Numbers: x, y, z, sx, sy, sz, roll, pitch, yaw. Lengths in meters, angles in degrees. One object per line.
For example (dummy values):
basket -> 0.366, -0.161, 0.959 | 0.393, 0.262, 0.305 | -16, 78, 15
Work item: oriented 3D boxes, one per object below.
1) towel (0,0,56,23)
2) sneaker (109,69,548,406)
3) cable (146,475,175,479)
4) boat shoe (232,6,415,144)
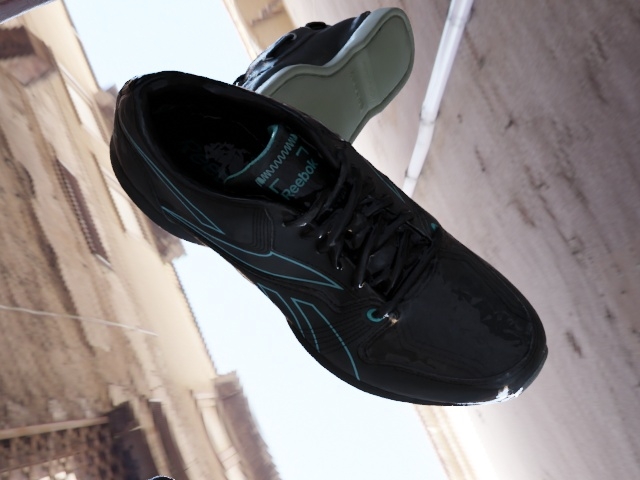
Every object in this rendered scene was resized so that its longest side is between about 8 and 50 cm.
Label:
towel -> -0.271, -0.210, 0.821 | 0.332, 0.053, 0.317 | 28, -138, 34
sneaker -> 0.000, 0.000, 0.658 | 0.267, 0.106, 0.101 | 31, -105, 4
cable -> -0.138, 0.287, 1.141 | 0.047, 0.184, 0.150 | -33, -93, 33
boat shoe -> -0.029, -0.143, 1.271 | 0.113, 0.127, 0.340 | 6, -142, 33
